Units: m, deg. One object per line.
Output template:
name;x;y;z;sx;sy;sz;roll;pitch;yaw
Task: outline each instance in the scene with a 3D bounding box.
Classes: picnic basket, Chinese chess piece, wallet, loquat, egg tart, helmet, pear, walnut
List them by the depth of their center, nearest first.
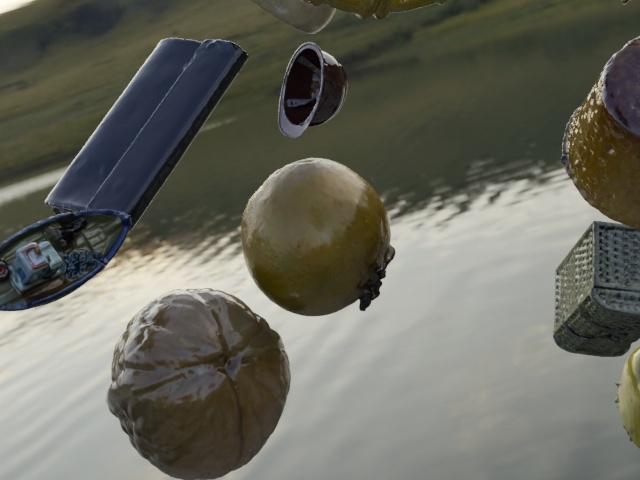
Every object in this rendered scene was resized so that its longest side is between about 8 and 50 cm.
egg tart;0.360;-0.125;1.001;0.203;0.202;0.147;-18;-26;4
helmet;-0.001;-0.169;1.096;0.057;0.111;0.089;5;21;-35
loquat;0.000;0.000;1.382;0.244;0.243;0.244;-18;10;3
walnut;-0.189;0.217;1.433;0.252;0.277;0.313;-48;8;-31
picnic basket;0.449;0.085;1.459;0.134;0.154;0.196;7;-26;-2
pear;0.634;0.275;1.681;0.267;0.266;0.178;-12;-24;29
wallet;-0.312;-0.201;1.698;0.228;0.062;0.406;10;61;38
Chinese chess piece;-0.079;-0.488;1.757;0.103;0.250;0.250;-54;-1;19

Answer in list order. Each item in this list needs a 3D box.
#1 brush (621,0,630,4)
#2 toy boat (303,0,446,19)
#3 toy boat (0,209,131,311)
brush;0.583;-0.445;1.669;0.103;0.013;0.272;-44;-14;22
toy boat;0.062;-0.245;0.721;0.318;0.141;0.099;-34;3;-34
toy boat;-0.383;0.022;1.365;0.115;0.114;0.262;-32;1;45
